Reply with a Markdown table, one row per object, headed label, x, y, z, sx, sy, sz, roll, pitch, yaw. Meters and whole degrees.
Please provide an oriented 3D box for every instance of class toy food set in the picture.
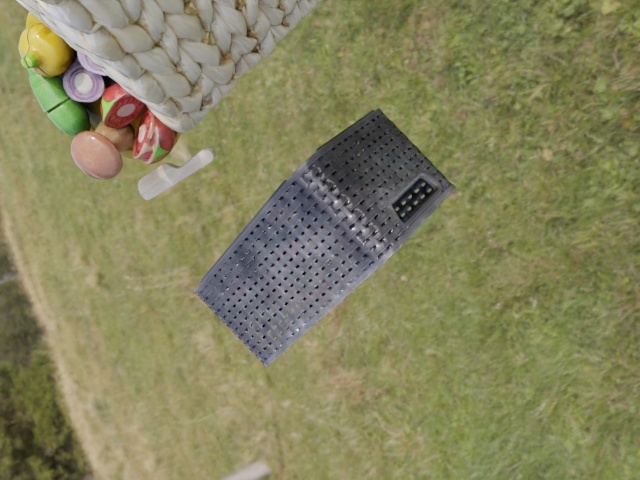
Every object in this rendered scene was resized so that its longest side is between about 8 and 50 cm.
| label | x | y | z | sx | sy | sz | roll | pitch | yaw |
| --- | --- | --- | --- | --- | --- | --- | --- | --- | --- |
| toy food set | -0.202 | -0.119 | 0.683 | 0.128 | 0.071 | 0.218 | -16 | 120 | 33 |

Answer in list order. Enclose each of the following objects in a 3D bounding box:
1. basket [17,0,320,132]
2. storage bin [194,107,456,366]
| label | x | y | z | sx | sy | sz | roll | pitch | yaw |
| --- | --- | --- | --- | --- | --- | --- | --- | --- | --- |
| basket | -0.131 | -0.276 | 0.388 | 0.331 | 0.266 | 0.328 | 39 | 178 | 12 |
| storage bin | 0.000 | 0.000 | 0.555 | 0.084 | 0.122 | 0.180 | 47 | 132 | 1 |
